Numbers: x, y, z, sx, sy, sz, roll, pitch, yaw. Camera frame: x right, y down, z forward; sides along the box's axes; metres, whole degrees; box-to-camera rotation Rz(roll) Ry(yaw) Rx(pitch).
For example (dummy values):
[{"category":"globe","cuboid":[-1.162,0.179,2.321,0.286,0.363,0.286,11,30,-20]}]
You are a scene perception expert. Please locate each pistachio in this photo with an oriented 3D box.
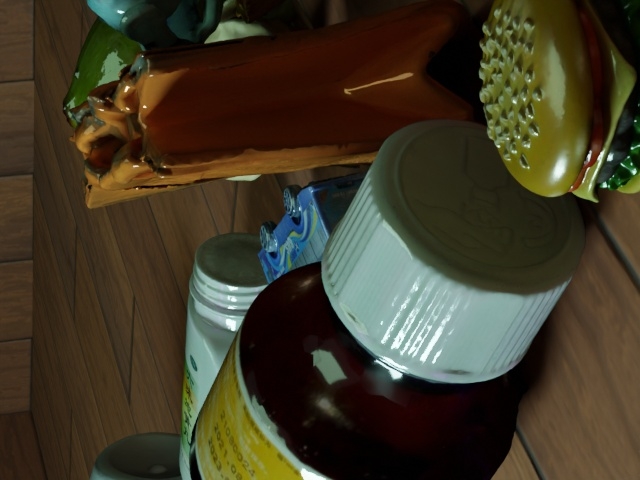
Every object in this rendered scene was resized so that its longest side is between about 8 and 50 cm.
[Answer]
[{"category":"pistachio","cuboid":[-0.078,-0.164,1.903,0.229,0.157,0.157,114,147,-47]}]

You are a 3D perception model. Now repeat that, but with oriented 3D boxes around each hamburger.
[{"category":"hamburger","cuboid":[0.167,-0.105,1.163,0.162,0.115,0.162,175,90,-75]}]

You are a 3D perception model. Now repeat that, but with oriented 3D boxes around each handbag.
[{"category":"handbag","cuboid":[-0.054,-0.111,1.583,0.410,0.303,0.116,171,90,-74]}]

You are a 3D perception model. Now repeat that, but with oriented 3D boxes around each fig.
[{"category":"fig","cuboid":[-0.221,-0.210,2.267,0.203,0.225,0.203,155,90,-89]}]

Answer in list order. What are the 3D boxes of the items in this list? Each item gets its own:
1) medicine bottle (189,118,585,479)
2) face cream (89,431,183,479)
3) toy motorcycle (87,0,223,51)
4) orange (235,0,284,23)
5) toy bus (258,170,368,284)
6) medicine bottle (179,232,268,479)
[{"category":"medicine bottle","cuboid":[0.062,0.092,1.425,0.395,0.242,0.242,-57,40,43]},{"category":"face cream","cuboid":[-0.207,0.455,2.447,0.312,0.219,0.357,-144,50,-68]},{"category":"toy motorcycle","cuboid":[-0.169,-0.251,1.679,0.260,0.154,0.206,-61,-54,-80]},{"category":"orange","cuboid":[-0.090,-0.377,1.701,0.274,0.310,0.274,-37,33,29]},{"category":"toy bus","cuboid":[-0.002,0.002,1.841,0.236,0.079,0.094,126,134,-66]},{"category":"medicine bottle","cuboid":[-0.101,0.150,2.156,0.179,0.124,0.324,-102,16,-53]}]
